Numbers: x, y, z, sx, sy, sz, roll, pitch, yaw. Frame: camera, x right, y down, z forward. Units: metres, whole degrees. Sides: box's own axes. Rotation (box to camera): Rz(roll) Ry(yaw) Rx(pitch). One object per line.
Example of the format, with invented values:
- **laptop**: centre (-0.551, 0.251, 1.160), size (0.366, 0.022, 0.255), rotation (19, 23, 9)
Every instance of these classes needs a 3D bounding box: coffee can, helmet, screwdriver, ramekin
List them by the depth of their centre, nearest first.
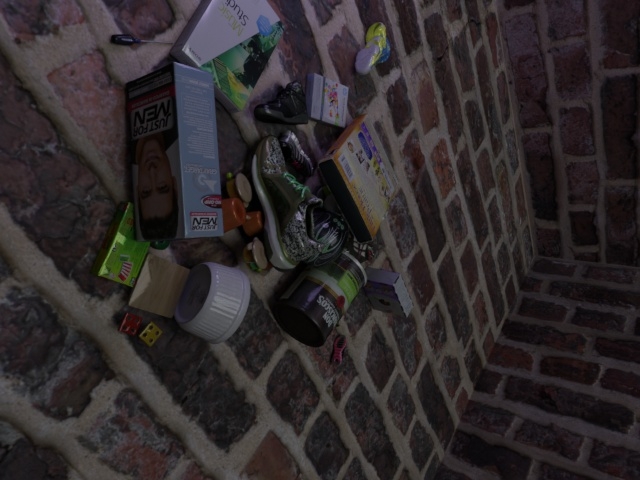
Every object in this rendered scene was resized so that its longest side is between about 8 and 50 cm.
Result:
- **screwdriver**: centre (-0.414, -0.469, 1.150), size (0.170, 0.024, 0.025), rotation (-17, 79, -50)
- **ramekin**: centre (-0.288, 0.153, 1.260), size (0.109, 0.207, 0.207), rotation (31, 72, -38)
- **helmet**: centre (0.000, 0.000, 1.528), size (0.161, 0.169, 0.169), rotation (-53, 132, -41)
- **coffee can**: centre (0.001, 0.181, 1.605), size (0.275, 0.201, 0.201), rotation (-50, 130, -34)

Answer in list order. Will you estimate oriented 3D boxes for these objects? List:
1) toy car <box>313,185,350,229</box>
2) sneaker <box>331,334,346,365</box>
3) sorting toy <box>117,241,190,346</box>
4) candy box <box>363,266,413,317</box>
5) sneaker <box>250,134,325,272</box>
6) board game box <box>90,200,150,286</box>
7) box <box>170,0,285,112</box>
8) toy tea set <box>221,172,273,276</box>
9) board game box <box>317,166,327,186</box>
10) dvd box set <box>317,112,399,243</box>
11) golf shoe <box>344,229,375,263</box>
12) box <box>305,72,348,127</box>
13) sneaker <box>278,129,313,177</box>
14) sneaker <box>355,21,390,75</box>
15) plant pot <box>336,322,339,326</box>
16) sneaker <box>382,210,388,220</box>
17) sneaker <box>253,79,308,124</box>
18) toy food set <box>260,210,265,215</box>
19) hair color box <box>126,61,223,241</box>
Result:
- **toy car**: centre (0.015, -0.092, 1.648), size (0.136, 0.159, 0.182), rotation (-17, 114, -9)
- **sneaker**: centre (0.075, 0.421, 1.862), size (0.057, 0.047, 0.119), rotation (37, 68, -67)
- **sorting toy**: centre (-0.415, 0.121, 1.217), size (0.132, 0.046, 0.274), rotation (32, 71, -48)
- **candy box**: centre (0.266, 0.209, 1.954), size (0.070, 0.165, 0.196), rotation (-51, 132, -30)
- **sneaker**: centre (-0.076, -0.121, 1.426), size (0.158, 0.182, 0.410), rotation (4, 73, -67)
- **board game box**: centre (-0.459, 0.009, 1.151), size (0.092, 0.043, 0.181), rotation (32, 71, -48)
- **box**: centre (-0.238, -0.547, 1.320), size (0.232, 0.058, 0.322), rotation (41, 65, -45)
- **toy tea set**: centre (-0.231, -0.017, 1.398), size (0.200, 0.124, 0.336), rotation (-77, 148, -57)
- **board game box**: centre (0.081, -0.250, 1.755), size (0.193, 0.045, 0.147), rotation (-49, 129, -35)
- **dvd box set**: centre (0.147, -0.225, 1.670), size (0.308, 0.062, 0.420), rotation (61, 33, -22)
- **golf shoe**: centre (0.124, -0.002, 1.764), size (0.120, 0.105, 0.273), rotation (-31, 137, -14)
- **box**: centre (0.021, -0.472, 1.657), size (0.186, 0.038, 0.145), rotation (2, 94, -51)
- **sneaker**: centre (-0.087, -0.260, 1.543), size (0.075, 0.063, 0.170), rotation (-52, 126, -32)
- **sneaker**: centre (0.209, -0.686, 1.809), size (0.126, 0.091, 0.240), rotation (41, 64, -46)
- **plant pot**: centre (0.033, 0.266, 1.762), size (0.083, 0.083, 0.079), rotation (33, 58, -47)
- **sneaker**: centre (0.174, -0.114, 1.854), size (0.270, 0.090, 0.145), rotation (-33, 118, -45)
- **sneaker**: centre (-0.120, -0.417, 1.462), size (0.227, 0.087, 0.130), rotation (-14, 105, -51)
- **toy food set**: centre (-0.145, -0.083, 1.532), size (0.122, 0.019, 0.078), rotation (38, 67, -45)
- **hair color box**: centre (-0.336, -0.188, 1.115), size (0.113, 0.185, 0.374), rotation (-5, 91, -53)
